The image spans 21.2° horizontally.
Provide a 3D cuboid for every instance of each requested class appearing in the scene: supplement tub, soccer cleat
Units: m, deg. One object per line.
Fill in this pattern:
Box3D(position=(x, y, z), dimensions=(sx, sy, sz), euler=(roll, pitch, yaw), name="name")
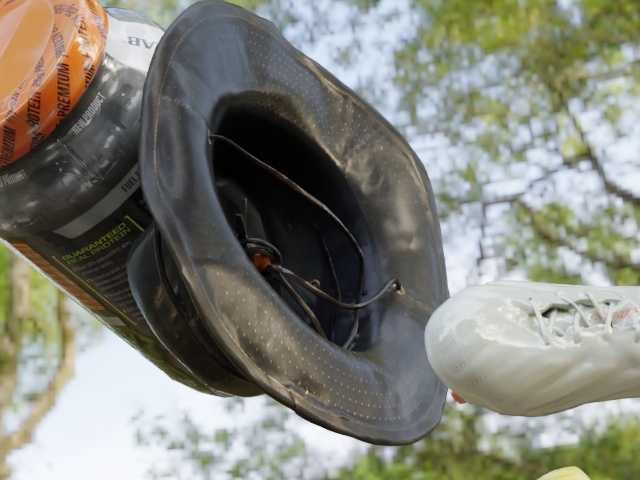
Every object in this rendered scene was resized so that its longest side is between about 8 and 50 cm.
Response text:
Box3D(position=(-0.140, -0.040, 1.352), dimensions=(0.207, 0.207, 0.338), euler=(-23, -47, 27), name="supplement tub")
Box3D(position=(0.138, 0.046, 0.800), dimensions=(0.196, 0.068, 0.076), euler=(7, -27, -33), name="soccer cleat")

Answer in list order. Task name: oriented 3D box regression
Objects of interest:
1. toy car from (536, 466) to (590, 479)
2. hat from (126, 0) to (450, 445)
Box3D(position=(0.164, 0.193, 1.108), dimensions=(0.225, 0.053, 0.239), euler=(-30, 0, -39), name="toy car")
Box3D(position=(-0.044, 0.010, 1.164), dimensions=(0.134, 0.331, 0.331), euler=(-33, -40, 32), name="hat")
